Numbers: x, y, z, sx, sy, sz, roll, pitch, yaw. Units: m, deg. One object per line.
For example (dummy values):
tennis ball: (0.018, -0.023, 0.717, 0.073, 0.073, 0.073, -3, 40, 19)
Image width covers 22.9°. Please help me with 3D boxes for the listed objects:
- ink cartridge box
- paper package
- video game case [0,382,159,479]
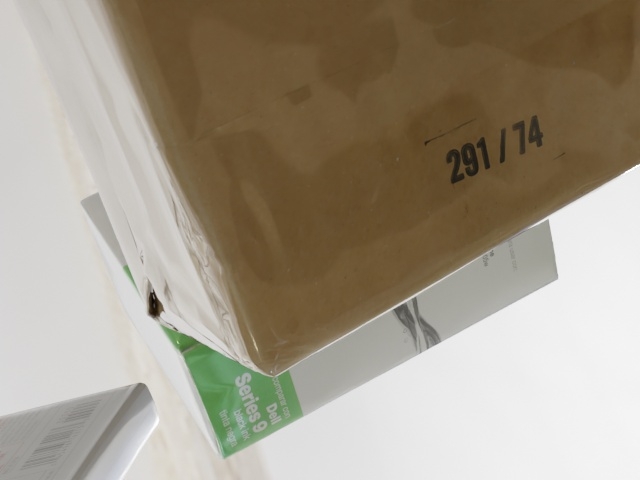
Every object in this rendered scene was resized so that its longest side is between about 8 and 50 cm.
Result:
ink cartridge box: (0.000, 0.000, 1.169, 0.289, 0.211, 0.122, -27, -50, -12)
paper package: (0.016, -0.135, 0.836, 0.325, 0.168, 0.309, -30, -64, -20)
video game case: (-0.187, 0.129, 0.626, 0.227, 0.206, 0.026, -63, -42, -71)
